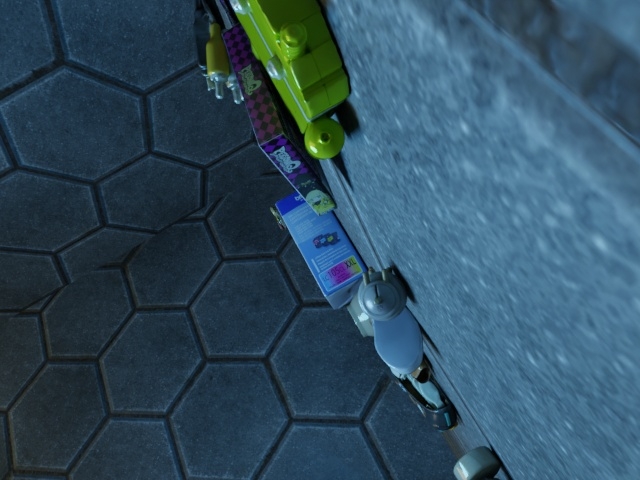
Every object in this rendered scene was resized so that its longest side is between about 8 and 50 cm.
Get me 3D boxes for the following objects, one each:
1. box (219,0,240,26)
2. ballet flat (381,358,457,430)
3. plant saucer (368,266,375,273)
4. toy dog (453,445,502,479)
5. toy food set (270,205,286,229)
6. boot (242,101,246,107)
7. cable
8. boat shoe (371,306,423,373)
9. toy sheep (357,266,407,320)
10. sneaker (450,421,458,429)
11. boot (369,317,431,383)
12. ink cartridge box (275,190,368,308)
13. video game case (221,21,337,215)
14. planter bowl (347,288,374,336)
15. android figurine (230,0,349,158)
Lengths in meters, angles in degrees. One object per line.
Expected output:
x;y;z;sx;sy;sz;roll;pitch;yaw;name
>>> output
-0.142;-0.390;0.737;0.162;0.029;0.116;58;177;43;box
0.250;0.357;1.104;0.280;0.095;0.096;43;157;50;ballet flat
0.143;0.105;1.080;0.084;0.013;0.083;61;179;2;plant saucer
0.312;0.542;0.799;0.334;0.160;0.220;61;179;-21;toy dog
-0.131;-0.069;1.351;0.083;0.020;0.083;62;178;10;toy food set
-0.164;-0.388;1.078;0.137;0.076;0.198;46;-153;-75;boot
-0.162;-0.363;0.672;0.139;0.072;0.288;-61;-32;-72;cable
0.152;0.175;0.864;0.084;0.095;0.258;56;-168;-30;boat shoe
0.102;0.091;0.709;0.091;0.091;0.132;60;-162;11;toy sheep
0.309;0.443;1.161;0.067;0.064;0.175;50;-173;-26;sneaker
0.197;0.248;1.019;0.197;0.073;0.152;49;-174;-45;boot
0.000;0.000;1.365;0.396;0.151;0.270;59;178;19;ink cartridge box
-0.058;-0.177;0.652;0.210;0.041;0.232;46;-160;-60;video game case
0.141;0.198;1.175;0.162;0.109;0.162;61;180;0;planter bowl
-0.041;-0.198;0.434;0.248;0.056;0.273;61;-179;-11;android figurine
